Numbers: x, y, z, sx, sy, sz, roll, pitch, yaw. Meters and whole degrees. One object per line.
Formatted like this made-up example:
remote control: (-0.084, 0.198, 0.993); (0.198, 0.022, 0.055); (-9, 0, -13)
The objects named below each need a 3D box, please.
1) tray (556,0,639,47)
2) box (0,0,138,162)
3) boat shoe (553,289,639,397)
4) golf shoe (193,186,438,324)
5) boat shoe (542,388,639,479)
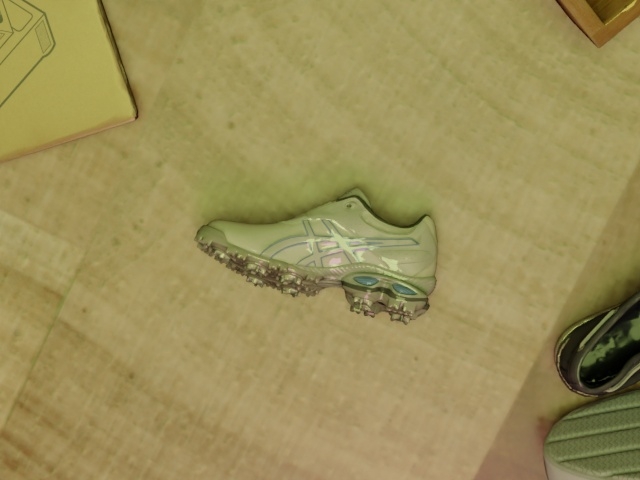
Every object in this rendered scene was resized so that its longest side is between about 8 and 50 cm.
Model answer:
tray: (0.278, -0.337, 1.186); (0.411, 0.076, 0.203); (-39, 124, 8)
box: (-0.251, -0.136, 1.313); (0.201, 0.021, 0.164); (-17, 97, 6)
boat shoe: (0.262, 0.051, 1.287); (0.206, 0.065, 0.075); (-31, 95, 7)
golf shoe: (0.000, 0.000, 1.307); (0.176, 0.069, 0.086); (15, 79, -2)
boat shoe: (0.327, 0.179, 1.274); (0.335, 0.121, 0.119); (-1, 125, 16)
